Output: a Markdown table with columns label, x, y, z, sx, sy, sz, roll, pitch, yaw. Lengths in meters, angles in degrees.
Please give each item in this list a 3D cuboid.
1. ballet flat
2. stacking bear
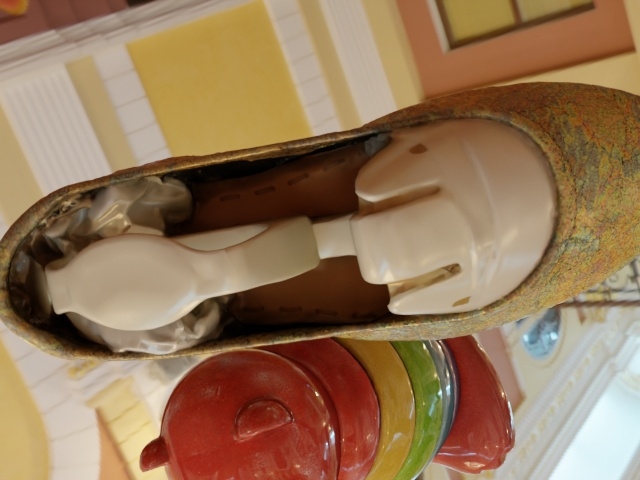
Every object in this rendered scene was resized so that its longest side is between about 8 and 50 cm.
| label | x | y | z | sx | sy | sz | roll | pitch | yaw |
| --- | --- | --- | --- | --- | --- | --- | --- | --- | --- |
| ballet flat | 0.000 | 0.000 | 0.385 | 0.348 | 0.123 | 0.123 | -9 | -163 | 13 |
| stacking bear | 0.003 | 0.123 | 0.569 | 0.175 | 0.164 | 0.289 | -17 | 171 | 27 |
